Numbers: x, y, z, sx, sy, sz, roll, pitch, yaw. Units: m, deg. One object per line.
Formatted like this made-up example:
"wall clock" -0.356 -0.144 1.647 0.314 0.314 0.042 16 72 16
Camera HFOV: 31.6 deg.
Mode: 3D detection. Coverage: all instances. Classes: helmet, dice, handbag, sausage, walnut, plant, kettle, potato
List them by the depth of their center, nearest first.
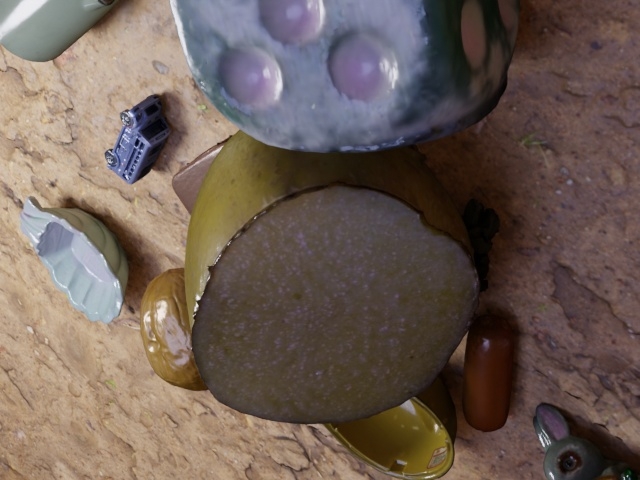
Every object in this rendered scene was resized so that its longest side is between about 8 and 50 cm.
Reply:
"dice" 0.039 -0.308 1.333 0.330 0.328 0.348 -1 117 28
"potato" 0.000 0.000 1.565 0.319 0.385 0.442 -105 19 -44
"plant" 0.213 0.020 1.614 0.085 0.087 0.174 9 125 -5
"sausage" 0.250 0.197 1.692 0.076 0.076 0.198 19 125 32
"helmet" 0.118 0.250 1.790 0.257 0.140 0.205 39 135 -2
"kettle" -0.421 -0.440 1.831 0.255 0.165 0.241 -26 69 46
"handbag" -0.146 -0.086 1.865 0.193 0.072 0.151 -29 95 45
"walnut" -0.229 0.155 2.015 0.193 0.193 0.226 -15 95 45

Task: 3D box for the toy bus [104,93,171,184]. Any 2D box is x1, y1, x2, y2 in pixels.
"toy bus" -0.309 -0.174 1.951 0.076 0.073 0.167 44 140 7

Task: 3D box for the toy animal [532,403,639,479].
"toy animal" 0.388 0.348 1.640 0.251 0.125 0.127 38 107 25

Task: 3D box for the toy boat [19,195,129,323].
"toy boat" -0.461 0.027 2.189 0.290 0.100 0.199 42 135 11
